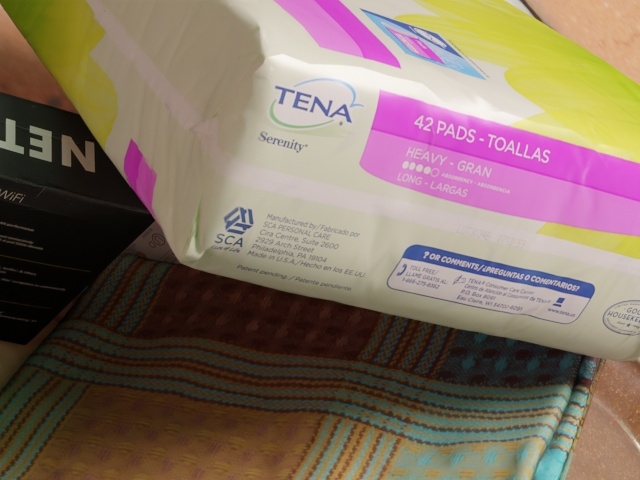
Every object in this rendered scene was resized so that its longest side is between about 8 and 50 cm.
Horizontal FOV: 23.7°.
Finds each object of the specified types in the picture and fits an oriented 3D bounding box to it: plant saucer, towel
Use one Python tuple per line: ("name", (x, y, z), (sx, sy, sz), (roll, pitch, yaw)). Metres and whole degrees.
("plant saucer", (0.156, 0.143, 0.883), (0.198, 0.036, 0.198), (22, 50, -28))
("towel", (-0.056, 0.131, 0.583), (0.370, 0.271, 0.040), (-59, 146, -46))

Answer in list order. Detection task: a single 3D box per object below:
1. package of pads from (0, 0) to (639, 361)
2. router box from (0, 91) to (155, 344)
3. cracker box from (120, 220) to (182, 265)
("package of pads", (0.010, -0.069, 0.654), (0.229, 0.101, 0.296), (12, 21, -30))
("router box", (-0.176, -0.016, 0.643), (0.179, 0.133, 0.046), (15, 54, -33))
("cracker box", (0.000, 0.000, 0.816), (0.232, 0.067, 0.155), (43, 44, -10))
